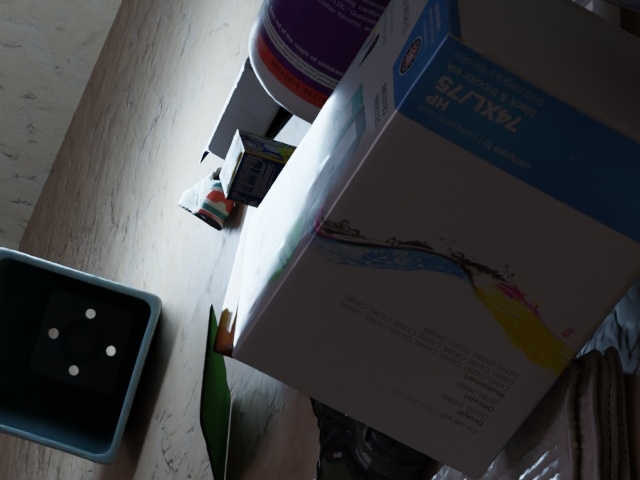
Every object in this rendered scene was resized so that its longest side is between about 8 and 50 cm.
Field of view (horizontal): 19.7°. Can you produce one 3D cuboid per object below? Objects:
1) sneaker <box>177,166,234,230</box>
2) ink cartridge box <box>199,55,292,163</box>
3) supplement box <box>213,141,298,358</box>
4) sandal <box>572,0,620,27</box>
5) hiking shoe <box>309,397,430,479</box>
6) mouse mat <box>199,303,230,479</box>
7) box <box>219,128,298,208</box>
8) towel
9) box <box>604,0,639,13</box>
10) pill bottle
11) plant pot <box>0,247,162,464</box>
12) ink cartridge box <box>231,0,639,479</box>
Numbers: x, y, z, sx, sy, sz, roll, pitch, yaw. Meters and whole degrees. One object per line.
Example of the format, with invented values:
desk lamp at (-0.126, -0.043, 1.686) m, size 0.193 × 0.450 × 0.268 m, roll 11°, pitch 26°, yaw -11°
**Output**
sneaker at (-0.141, -0.060, 2.450) m, size 0.075 × 0.057 × 0.161 m, roll -57°, pitch 15°, yaw -2°
ink cartridge box at (-0.039, -0.182, 2.013) m, size 0.175 × 0.069 × 0.371 m, roll -52°, pitch 2°, yaw -17°
supplement box at (-0.048, 0.016, 1.996) m, size 0.078 × 0.080 × 0.233 m, roll 161°, pitch 122°, yaw -70°
sandal at (0.180, -0.233, 1.427) m, size 0.169 × 0.102 × 0.416 m, roll -13°, pitch 77°, yaw 51°
hiking shoe at (0.021, 0.177, 1.583) m, size 0.227 × 0.086 × 0.114 m, roll -129°, pitch 60°, yaw -70°
mouse mat at (-0.116, 0.181, 2.039) m, size 0.189 × 0.007 × 0.152 m, roll 85°, pitch -174°, yaw -50°
box at (-0.007, -0.050, 1.749) m, size 0.059 × 0.169 × 0.054 m, roll -110°, pitch 40°, yaw -63°
towel at (0.128, 0.206, 1.262) m, size 0.282 × 0.049 × 0.187 m, roll 124°, pitch 157°, yaw -48°
box at (0.263, -0.192, 1.096) m, size 0.203 × 0.103 × 0.114 m, roll 178°, pitch 108°, yaw -73°
pill bottle at (0.064, -0.261, 1.679) m, size 0.181 × 0.182 × 0.323 m, roll -91°, pitch 21°, yaw -46°
plant pot at (-0.362, 0.156, 2.653) m, size 0.252 × 0.247 × 0.247 m, roll -33°, pitch -40°, yaw -87°
ink cartridge box at (0.093, -0.024, 1.237) m, size 0.270 × 0.197 × 0.198 m, roll -56°, pitch 14°, yaw 25°
